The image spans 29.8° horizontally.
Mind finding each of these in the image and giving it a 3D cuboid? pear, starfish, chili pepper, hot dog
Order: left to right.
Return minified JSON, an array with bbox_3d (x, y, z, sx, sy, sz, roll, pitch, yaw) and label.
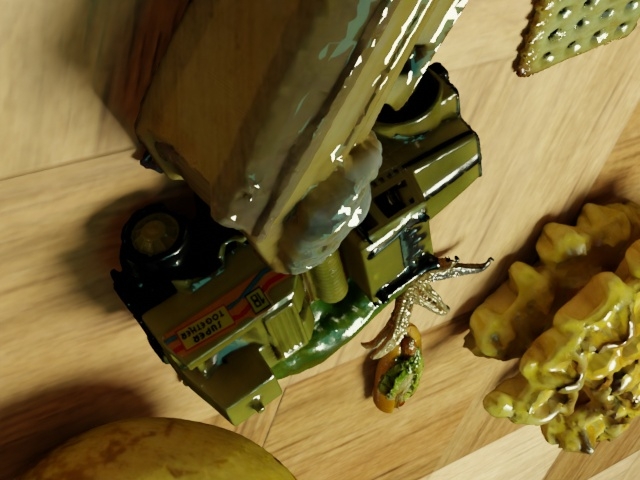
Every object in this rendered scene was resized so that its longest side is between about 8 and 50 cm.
[{"bbox_3d":[-0.116,0.263,0.868,0.280,0.281,0.281,-30,149,-20],"label":"pear"},{"bbox_3d":[-0.011,0.059,0.905,0.204,0.072,0.073,-41,164,-8],"label":"chili pepper"},{"bbox_3d":[0.076,0.126,1.137,0.056,0.041,0.133,-30,149,-21],"label":"hot dog"},{"bbox_3d":[0.091,0.036,1.032,0.133,0.041,0.130,-34,159,-27],"label":"starfish"}]

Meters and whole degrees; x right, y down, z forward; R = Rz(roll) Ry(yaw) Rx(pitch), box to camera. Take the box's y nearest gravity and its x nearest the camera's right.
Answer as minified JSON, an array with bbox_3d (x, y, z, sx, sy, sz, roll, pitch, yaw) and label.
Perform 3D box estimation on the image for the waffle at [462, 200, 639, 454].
[{"bbox_3d":[0.292,0.093,1.252,0.261,0.151,0.324,-42,153,8],"label":"waffle"}]

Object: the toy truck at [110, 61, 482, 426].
[{"bbox_3d":[-0.001,-0.004,0.786,0.257,0.127,0.127,-38,150,-13],"label":"toy truck"}]

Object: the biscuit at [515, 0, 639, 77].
[{"bbox_3d":[0.217,-0.211,0.876,0.144,0.016,0.203,-23,147,-30],"label":"biscuit"}]

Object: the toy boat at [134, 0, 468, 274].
[{"bbox_3d":[0.046,-0.174,0.607,0.162,0.136,0.446,-17,143,-53],"label":"toy boat"}]
